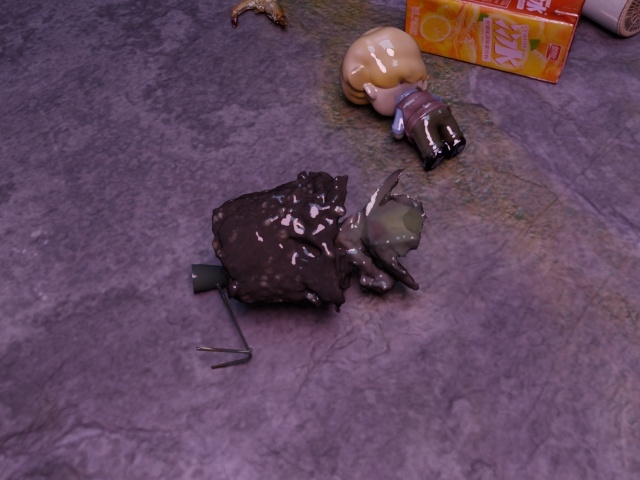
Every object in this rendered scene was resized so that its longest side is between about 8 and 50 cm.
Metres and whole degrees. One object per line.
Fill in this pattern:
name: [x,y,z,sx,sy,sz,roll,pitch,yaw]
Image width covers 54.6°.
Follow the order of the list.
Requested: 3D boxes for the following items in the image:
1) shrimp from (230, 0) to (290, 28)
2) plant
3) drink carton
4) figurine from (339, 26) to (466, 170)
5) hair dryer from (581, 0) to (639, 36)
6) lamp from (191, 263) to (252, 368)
shrimp: [-0.094,-0.343,0.952,0.083,0.023,0.114,-28,52,-13]
plant: [0.000,0.000,0.620,0.203,0.131,0.142,-15,95,-4]
drink carton: [0.232,-0.297,0.852,0.223,0.096,0.071,20,57,17]
figurine: [0.107,-0.180,0.786,0.114,0.108,0.196,-32,76,-7]
hair dryer: [0.317,-0.380,0.804,0.357,0.107,0.173,0,39,-47]
lamp: [-0.103,0.072,0.643,0.054,0.041,0.121,-5,50,-11]
